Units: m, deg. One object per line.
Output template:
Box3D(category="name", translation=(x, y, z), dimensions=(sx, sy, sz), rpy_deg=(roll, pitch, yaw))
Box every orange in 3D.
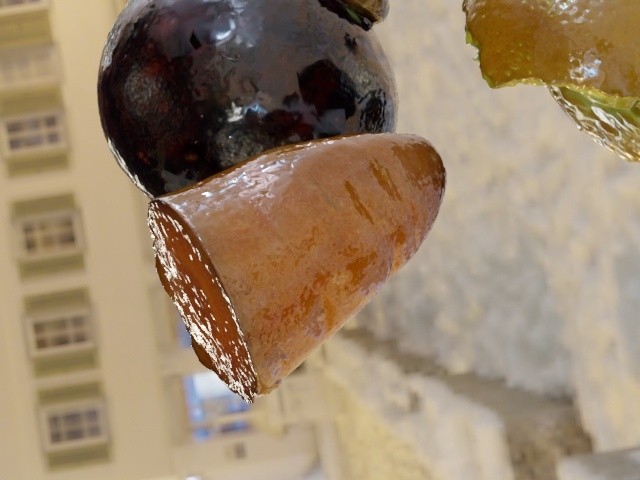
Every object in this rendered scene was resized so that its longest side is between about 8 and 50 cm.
Box3D(category="orange", translation=(0.223, -0.155, 1.375), dimensions=(0.237, 0.158, 0.179), rpy_deg=(22, -168, -45))

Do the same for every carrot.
Box3D(category="carrot", translation=(0.000, 0.000, 1.305), dimensions=(0.159, 0.225, 0.159), rpy_deg=(45, 151, 34))

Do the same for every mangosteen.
Box3D(category="mangosteen", translation=(-0.058, -0.141, 1.593), dimensions=(0.288, 0.288, 0.288), rpy_deg=(171, 90, -88))
